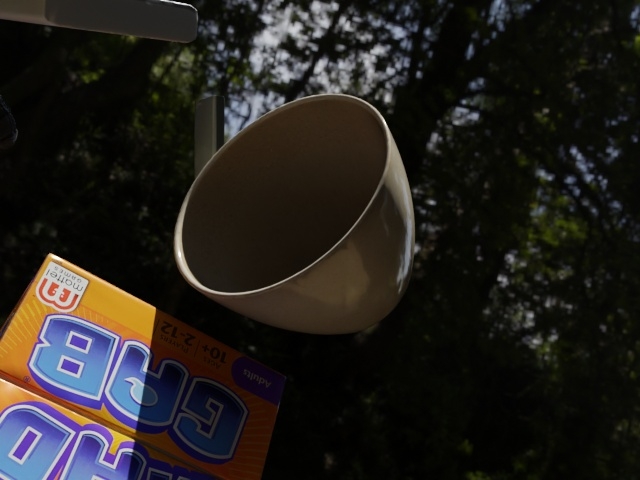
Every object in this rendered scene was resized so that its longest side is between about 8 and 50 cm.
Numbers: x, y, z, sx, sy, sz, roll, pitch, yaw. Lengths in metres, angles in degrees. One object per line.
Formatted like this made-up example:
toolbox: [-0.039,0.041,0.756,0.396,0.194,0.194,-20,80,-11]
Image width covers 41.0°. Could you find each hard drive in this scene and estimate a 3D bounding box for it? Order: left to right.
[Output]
hard drive: [-0.356,-0.282,1.011,0.353,0.047,0.233,14,14,29]
hard drive: [-0.188,-0.172,1.445,0.022,0.135,0.094,0,2,-29]

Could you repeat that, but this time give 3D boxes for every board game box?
board game box: [-0.314,0.311,1.108,0.356,0.356,0.356,30,-44,-17]

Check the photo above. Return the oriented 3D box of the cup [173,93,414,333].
cup: [0.000,0.000,1.184,0.331,0.331,0.237,6,-32,41]

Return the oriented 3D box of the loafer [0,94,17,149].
loafer: [-0.460,-0.110,0.988,0.076,0.223,0.078,18,-48,40]
